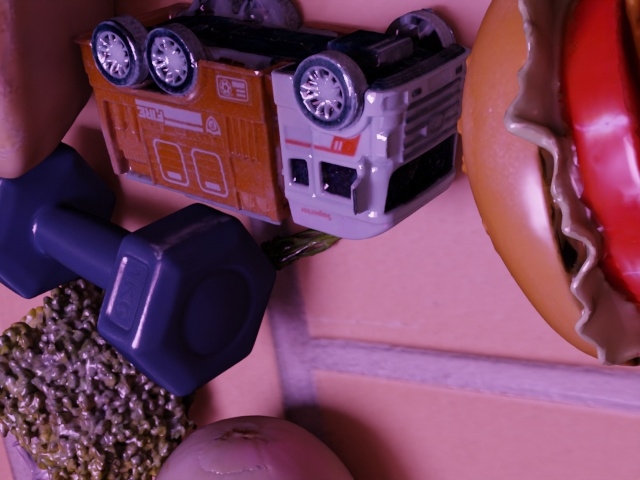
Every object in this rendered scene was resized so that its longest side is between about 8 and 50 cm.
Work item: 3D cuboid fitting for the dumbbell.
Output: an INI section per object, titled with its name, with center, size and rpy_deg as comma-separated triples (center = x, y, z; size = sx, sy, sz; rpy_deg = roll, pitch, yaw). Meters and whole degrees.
[dumbbell]
center = -0.194, 0.012, 0.867
size = 0.316, 0.156, 0.143
rpy_deg = 23, 127, 38

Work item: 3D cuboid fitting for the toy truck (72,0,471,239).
[toy truck]
center = -0.039, -0.097, 0.746
size = 0.305, 0.136, 0.162
rpy_deg = 17, 124, 34

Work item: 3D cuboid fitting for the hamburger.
[hamburger]
center = 0.191, -0.060, 0.494
size = 0.212, 0.274, 0.274
rpy_deg = -13, 99, 39

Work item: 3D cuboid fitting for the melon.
[melon]
center = -0.051, 0.313, 0.857
size = 0.223, 0.223, 0.316
rpy_deg = 6, 109, 36

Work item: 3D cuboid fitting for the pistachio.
[pistachio]
center = -0.343, -0.257, 0.835
size = 0.445, 0.281, 0.365
rpy_deg = 67, 152, 11

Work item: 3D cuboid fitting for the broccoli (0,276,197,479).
[broccoli]
center = -0.267, 0.175, 0.991
size = 0.242, 0.180, 0.273
rpy_deg = 53, 130, 16

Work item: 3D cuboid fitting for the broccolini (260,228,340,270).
[broccolini]
center = 0.000, 0.000, 0.818
size = 0.140, 0.035, 0.030
rpy_deg = -18, 100, 39

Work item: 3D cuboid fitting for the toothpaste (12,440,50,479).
[toothpaste]
center = -0.254, 0.361, 1.141
size = 0.100, 0.066, 0.323
rpy_deg = -30, 93, 36
